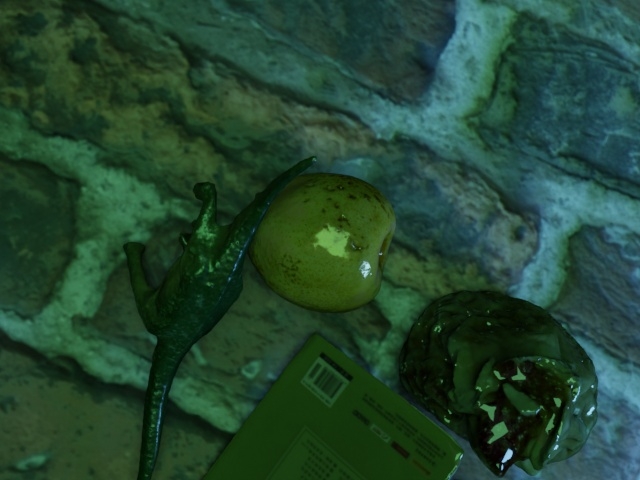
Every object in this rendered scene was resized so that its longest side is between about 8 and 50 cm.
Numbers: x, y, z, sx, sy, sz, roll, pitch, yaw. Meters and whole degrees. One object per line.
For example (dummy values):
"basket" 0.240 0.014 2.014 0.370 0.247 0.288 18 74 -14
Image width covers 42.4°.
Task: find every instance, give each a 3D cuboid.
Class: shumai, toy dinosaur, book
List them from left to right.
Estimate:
"toy dinosaur" -0.138 0.109 0.925 0.087 0.447 0.301 12 55 -40
"book" -0.024 0.311 0.970 0.239 0.035 0.352 37 90 25
"shumai" 0.228 0.167 0.970 0.255 0.218 0.189 25 92 -3

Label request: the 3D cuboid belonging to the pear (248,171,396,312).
"pear" 0.000 0.000 0.976 0.177 0.178 0.178 0 90 -7
